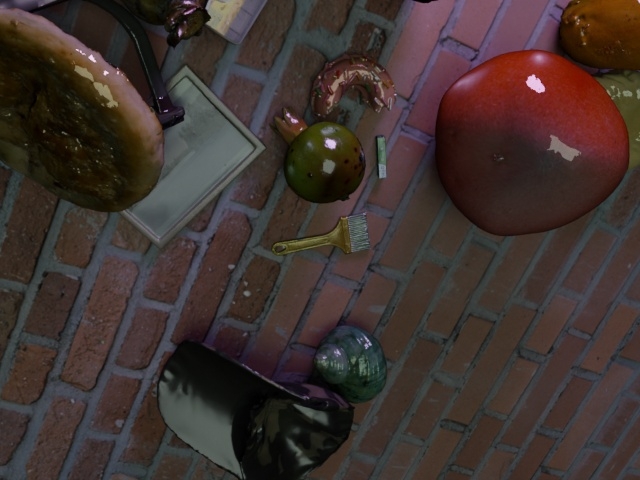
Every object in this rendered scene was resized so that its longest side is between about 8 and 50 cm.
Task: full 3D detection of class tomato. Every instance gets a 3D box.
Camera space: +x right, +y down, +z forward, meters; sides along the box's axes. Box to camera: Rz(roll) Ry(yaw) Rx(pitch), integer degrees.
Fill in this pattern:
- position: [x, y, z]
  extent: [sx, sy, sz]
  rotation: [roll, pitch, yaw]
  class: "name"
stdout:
- position: [0.355, -0.159, 1.046]
  extent: [0.342, 0.273, 0.341]
  rotation: [10, 118, 19]
  class: "tomato"

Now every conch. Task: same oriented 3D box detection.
- position: [0.063, 0.271, 1.257]
  extent: [0.188, 0.122, 0.176]
  rotation: [40, 121, -17]
  class: "conch"

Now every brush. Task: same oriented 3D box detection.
- position: [0.000, 0.000, 1.201]
  extent: [0.205, 0.011, 0.083]
  rotation: [-11, 113, -6]
  class: "brush"

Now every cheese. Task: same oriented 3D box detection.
- position: [0.562, -0.225, 1.170]
  extent: [0.214, 0.117, 0.225]
  rotation: [-16, 117, 2]
  class: "cheese"

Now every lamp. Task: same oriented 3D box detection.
- position: [-0.357, -0.280, 0.914]
  extent: [0.203, 0.125, 0.283]
  rotation: [-41, 116, -40]
  class: "lamp"

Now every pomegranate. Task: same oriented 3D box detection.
- position: [-0.007, -0.158, 1.077]
  extent: [0.159, 0.159, 0.205]
  rotation: [-42, 87, 6]
  class: "pomegranate"

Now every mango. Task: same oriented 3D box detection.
- position: [0.559, -0.386, 1.058]
  extent: [0.156, 0.249, 0.151]
  rotation: [-53, 143, -25]
  class: "mango"

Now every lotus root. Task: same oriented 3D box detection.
- position: [-0.245, -0.412, 0.901]
  extent: [0.154, 0.154, 0.278]
  rotation: [-31, 81, 1]
  class: "lotus root"

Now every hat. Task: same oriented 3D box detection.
- position: [-0.134, 0.347, 1.254]
  extent: [0.381, 0.257, 0.366]
  rotation: [46, 116, 13]
  class: "hat"

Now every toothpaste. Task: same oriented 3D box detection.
- position: [0.120, -0.165, 1.156]
  extent: [0.017, 0.020, 0.083]
  rotation: [-7, 111, -6]
  class: "toothpaste"

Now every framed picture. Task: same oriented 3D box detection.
- position: [-0.275, -0.148, 1.090]
  extent: [0.289, 0.016, 0.213]
  rotation: [-42, 112, 6]
  class: "framed picture"

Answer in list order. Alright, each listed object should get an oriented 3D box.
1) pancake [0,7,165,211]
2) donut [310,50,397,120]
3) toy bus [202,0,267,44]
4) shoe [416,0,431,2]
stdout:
- position: [-0.420, -0.181, 0.906]
  extent: [0.387, 0.082, 0.386]
  rotation: [17, 142, 14]
  class: "pancake"
- position: [0.059, -0.288, 1.077]
  extent: [0.166, 0.065, 0.116]
  rotation: [-15, 113, -7]
  class: "donut"
- position: [-0.109, -0.460, 0.970]
  extent: [0.106, 0.092, 0.268]
  rotation: [29, 103, -28]
  class: "toy bus"
- position: [0.116, -0.584, 0.923]
  extent: [0.384, 0.171, 0.237]
  rotation: [41, 95, -21]
  class: "shoe"
